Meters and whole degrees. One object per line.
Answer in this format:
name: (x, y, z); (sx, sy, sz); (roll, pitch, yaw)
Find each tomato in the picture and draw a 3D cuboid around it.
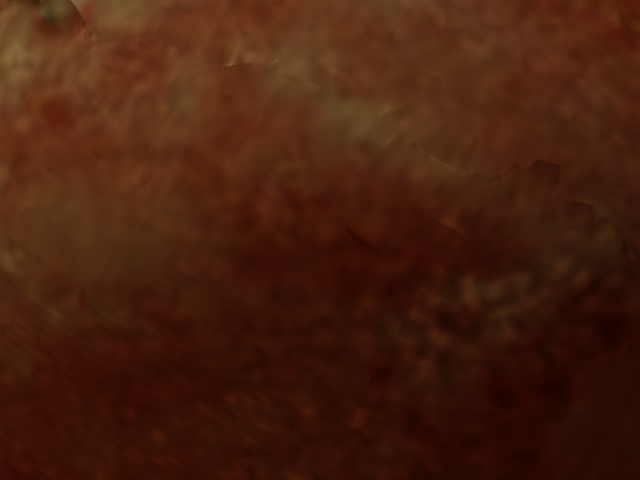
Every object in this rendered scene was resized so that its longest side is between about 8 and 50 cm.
tomato: (0.000, 0.000, 0.477); (0.282, 0.316, 0.316); (31, 11, -5)
